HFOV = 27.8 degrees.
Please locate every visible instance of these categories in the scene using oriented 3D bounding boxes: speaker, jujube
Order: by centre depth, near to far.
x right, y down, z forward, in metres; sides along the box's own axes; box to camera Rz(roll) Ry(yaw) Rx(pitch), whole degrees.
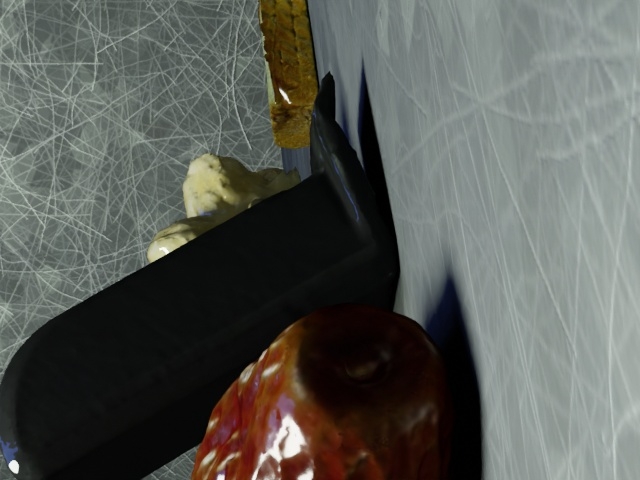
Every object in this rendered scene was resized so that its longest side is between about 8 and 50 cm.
[{"bbox_3d":[0.005,0.142,0.820,0.255,0.190,0.190,99,165,-53],"label":"jujube"},{"bbox_3d":[-0.103,0.049,1.077,0.184,0.388,0.180,55,166,18],"label":"speaker"}]

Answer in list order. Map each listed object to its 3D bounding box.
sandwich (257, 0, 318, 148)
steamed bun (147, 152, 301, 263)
[{"bbox_3d":[-0.044,-0.235,1.754,0.215,0.065,0.186,94,169,-75],"label":"sandwich"},{"bbox_3d":[-0.041,0.047,1.275,0.292,0.137,0.295,42,-132,-42],"label":"steamed bun"}]
